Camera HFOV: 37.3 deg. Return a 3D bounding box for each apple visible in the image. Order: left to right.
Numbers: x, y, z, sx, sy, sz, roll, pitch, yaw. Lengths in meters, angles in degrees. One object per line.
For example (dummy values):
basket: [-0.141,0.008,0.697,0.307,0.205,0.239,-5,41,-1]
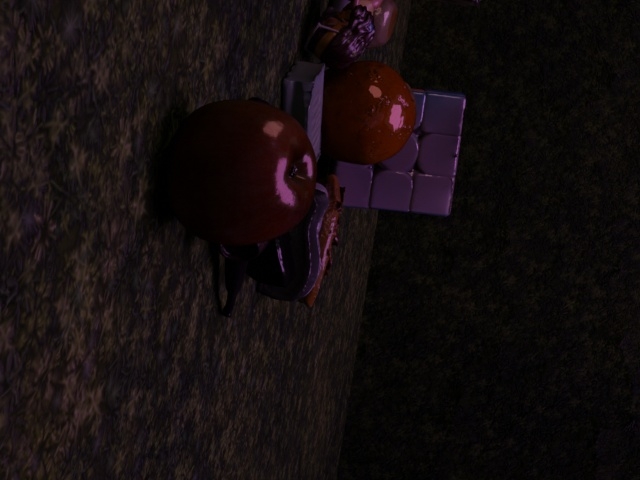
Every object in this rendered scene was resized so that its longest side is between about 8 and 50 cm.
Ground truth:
apple: [-0.099,-0.086,1.212,0.188,0.173,0.188,-1,90,-65]

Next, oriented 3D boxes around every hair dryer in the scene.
hair dryer: [-0.131,-0.017,1.493,0.360,0.120,0.304,104,-12,-44]

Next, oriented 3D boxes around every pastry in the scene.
pastry: [0.153,-0.598,2.591,0.156,0.091,0.157,15,90,-76]

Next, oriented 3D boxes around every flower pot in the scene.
flower pot: [-0.051,0.005,1.863,0.108,0.103,0.229,-18,117,-79]

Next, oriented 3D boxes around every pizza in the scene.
pizza: [0.000,0.000,2.121,0.161,0.085,0.306,153,-52,-74]

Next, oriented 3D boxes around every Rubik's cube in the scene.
Rubik's cube: [0.172,-0.231,2.291,0.292,0.290,0.291,-97,-166,-79]

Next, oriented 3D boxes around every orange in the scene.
orange: [0.085,-0.271,2.014,0.240,0.239,0.240,9,90,-81]

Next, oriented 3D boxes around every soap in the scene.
soap: [-0.034,-0.240,1.852,0.115,0.063,0.199,-66,163,-53]

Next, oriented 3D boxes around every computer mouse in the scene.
computer mouse: [-0.096,0.011,1.646,0.264,0.088,0.147,-5,85,-85]

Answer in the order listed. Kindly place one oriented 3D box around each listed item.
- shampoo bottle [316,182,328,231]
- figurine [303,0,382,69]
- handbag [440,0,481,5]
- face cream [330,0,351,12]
shampoo bottle: [-0.037,-0.029,2.020,0.074,0.074,0.192,74,29,-70]
figurine: [0.060,-0.445,1.937,0.175,0.115,0.240,-46,-166,54]
handbag: [0.066,-0.464,1.315,0.160,0.358,0.237,3,96,-83]
face cream: [0.045,-0.494,2.119,0.084,0.057,0.198,67,35,-72]
